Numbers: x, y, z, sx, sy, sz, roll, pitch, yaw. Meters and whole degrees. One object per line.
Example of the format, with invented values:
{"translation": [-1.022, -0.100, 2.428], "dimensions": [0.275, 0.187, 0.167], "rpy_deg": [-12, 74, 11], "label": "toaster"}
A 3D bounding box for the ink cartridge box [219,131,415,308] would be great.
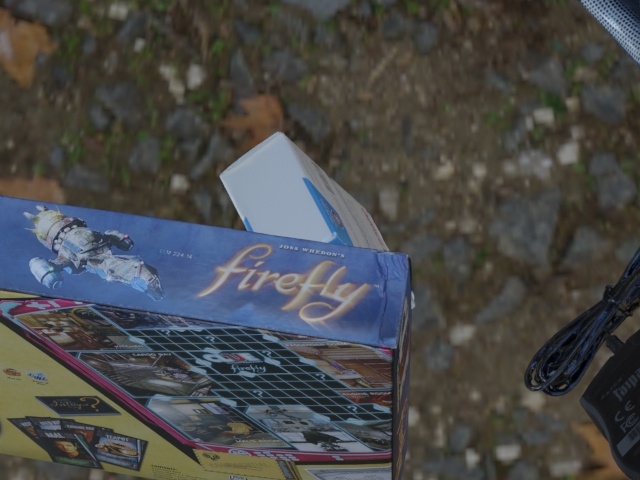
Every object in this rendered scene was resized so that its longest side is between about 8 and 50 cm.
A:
{"translation": [0.000, 0.000, 1.767], "dimensions": [0.082, 0.139, 0.191], "rpy_deg": [-34, 146, 9], "label": "ink cartridge box"}

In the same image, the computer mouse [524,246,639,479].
{"translation": [0.241, 0.069, 1.138], "dimensions": [0.060, 0.262, 0.184], "rpy_deg": [42, 91, -17], "label": "computer mouse"}

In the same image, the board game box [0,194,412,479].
{"translation": [-0.085, 0.046, 0.738], "dimensions": [0.243, 0.042, 0.165], "rpy_deg": [9, 150, 6], "label": "board game box"}

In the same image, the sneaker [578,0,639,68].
{"translation": [0.179, -0.122, 0.614], "dimensions": [0.268, 0.153, 0.101], "rpy_deg": [12, 144, 34], "label": "sneaker"}
